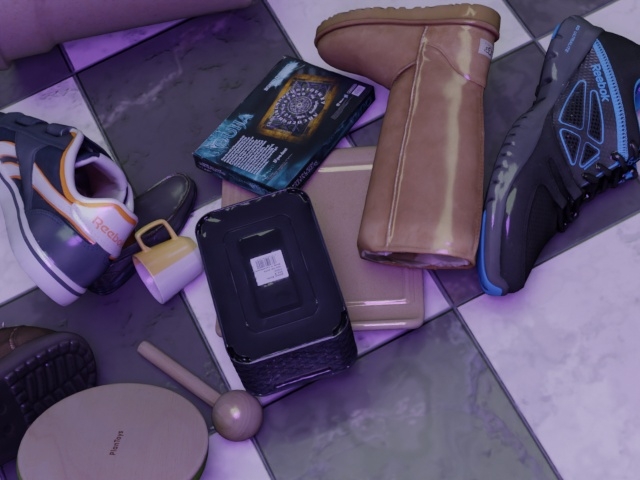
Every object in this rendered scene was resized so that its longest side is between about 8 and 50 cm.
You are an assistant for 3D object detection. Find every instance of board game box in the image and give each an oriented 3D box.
[{"bbox_3d":[-0.040,-0.129,1.323,0.126,0.026,0.186,24,58,26],"label":"board game box"}]

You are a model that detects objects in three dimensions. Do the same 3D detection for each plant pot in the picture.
[{"bbox_3d":[-0.236,-0.372,1.359,0.306,0.333,0.333,-4,63,-7],"label":"plant pot"}]

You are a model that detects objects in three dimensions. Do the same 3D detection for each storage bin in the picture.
[{"bbox_3d":[-0.045,0.050,1.176,0.122,0.084,0.180,-18,59,-1],"label":"storage bin"}]

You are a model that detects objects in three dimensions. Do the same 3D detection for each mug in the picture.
[{"bbox_3d":[-0.162,0.022,1.266,0.064,0.078,0.062,-32,52,-17],"label":"mug"}]

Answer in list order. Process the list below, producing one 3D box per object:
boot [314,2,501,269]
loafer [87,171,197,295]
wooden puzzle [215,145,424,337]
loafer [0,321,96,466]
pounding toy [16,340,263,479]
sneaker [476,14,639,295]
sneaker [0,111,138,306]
[{"bbox_3d":[0.072,-0.110,1.231,0.236,0.089,0.269,0,75,40],"label":"boot"},{"bbox_3d":[-0.202,-0.015,1.294,0.062,0.061,0.170,32,72,21],"label":"loafer"},{"bbox_3d":[0.000,0.000,1.274,0.221,0.044,0.238,-3,59,7],"label":"wooden puzzle"},{"bbox_3d":[-0.398,0.190,1.149,0.366,0.133,0.130,-25,29,-39],"label":"loafer"},{"bbox_3d":[-0.183,0.226,1.166,0.183,0.110,0.237,20,38,28],"label":"pounding toy"},{"bbox_3d":[0.265,-0.086,1.231,0.140,0.125,0.340,22,71,12],"label":"sneaker"},{"bbox_3d":[-0.282,-0.065,1.260,0.127,0.126,0.321,-41,45,2],"label":"sneaker"}]
